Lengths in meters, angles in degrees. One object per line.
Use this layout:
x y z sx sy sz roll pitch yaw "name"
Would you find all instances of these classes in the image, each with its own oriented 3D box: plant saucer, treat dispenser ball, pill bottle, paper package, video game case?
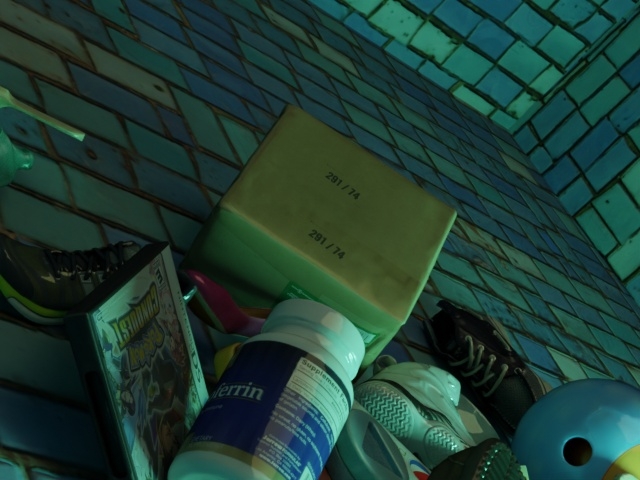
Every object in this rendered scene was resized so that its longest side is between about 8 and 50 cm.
0.232 0.318 2.235 0.195 0.037 0.195 39 20 -17 "plant saucer"
0.454 0.371 2.194 0.288 0.288 0.288 39 20 -17 "treat dispenser ball"
-0.052 0.201 1.523 0.153 0.153 0.264 40 49 -13 "pill bottle"
0.000 0.000 2.024 0.325 0.168 0.309 33 43 -2 "paper package"
-0.195 0.155 1.512 0.275 0.035 0.248 -55 134 -71 "video game case"

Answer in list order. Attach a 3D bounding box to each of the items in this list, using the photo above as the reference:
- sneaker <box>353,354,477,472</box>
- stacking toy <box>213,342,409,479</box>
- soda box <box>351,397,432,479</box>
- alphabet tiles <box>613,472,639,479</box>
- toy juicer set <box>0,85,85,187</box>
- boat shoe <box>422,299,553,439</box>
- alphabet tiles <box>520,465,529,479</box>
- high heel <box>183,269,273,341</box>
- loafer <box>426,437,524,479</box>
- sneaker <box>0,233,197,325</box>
0.200 0.315 2.023 0.366 0.137 0.210 40 22 -3 "sneaker"
0.004 0.260 1.690 0.309 0.130 0.279 47 19 -18 "stacking toy"
0.094 0.328 1.881 0.216 0.074 0.069 43 19 -3 "soda box"
0.443 0.502 2.005 0.278 0.284 0.021 37 -21 -19 "alphabet tiles"
-0.473 -0.133 1.684 0.209 0.089 0.329 35 26 11 "toy juicer set"
0.300 0.242 2.435 0.158 0.127 0.340 23 20 -33 "boat shoe"
0.262 0.430 1.855 0.198 0.009 0.237 2 65 -27 "alphabet tiles"
-0.099 0.086 1.813 0.082 0.117 0.244 27 -20 46 "high heel"
0.146 0.403 1.714 0.133 0.130 0.366 59 41 -12 "loafer"
-0.280 0.042 1.638 0.300 0.121 0.111 23 28 -46 "sneaker"
